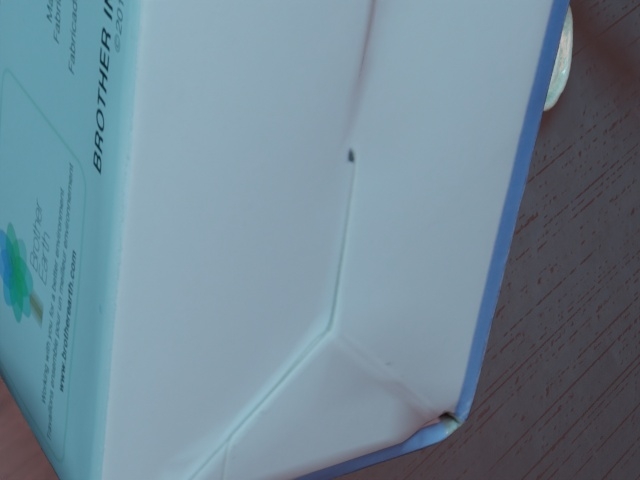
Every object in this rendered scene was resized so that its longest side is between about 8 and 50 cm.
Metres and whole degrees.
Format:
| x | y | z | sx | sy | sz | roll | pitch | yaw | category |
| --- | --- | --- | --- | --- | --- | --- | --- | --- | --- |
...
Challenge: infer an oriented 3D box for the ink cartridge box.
| x | y | z | sx | sy | sz | roll | pitch | yaw | category |
| --- | --- | --- | --- | --- | --- | --- | --- | --- | --- |
| -0.087 | -0.129 | 0.544 | 0.151 | 0.395 | 0.270 | -12 | 128 | -30 | ink cartridge box |

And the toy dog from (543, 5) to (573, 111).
| x | y | z | sx | sy | sz | roll | pitch | yaw | category |
| --- | --- | --- | --- | --- | --- | --- | --- | --- | --- |
| 0.225 | -0.254 | 0.996 | 0.334 | 0.161 | 0.220 | -52 | 127 | -29 | toy dog |
